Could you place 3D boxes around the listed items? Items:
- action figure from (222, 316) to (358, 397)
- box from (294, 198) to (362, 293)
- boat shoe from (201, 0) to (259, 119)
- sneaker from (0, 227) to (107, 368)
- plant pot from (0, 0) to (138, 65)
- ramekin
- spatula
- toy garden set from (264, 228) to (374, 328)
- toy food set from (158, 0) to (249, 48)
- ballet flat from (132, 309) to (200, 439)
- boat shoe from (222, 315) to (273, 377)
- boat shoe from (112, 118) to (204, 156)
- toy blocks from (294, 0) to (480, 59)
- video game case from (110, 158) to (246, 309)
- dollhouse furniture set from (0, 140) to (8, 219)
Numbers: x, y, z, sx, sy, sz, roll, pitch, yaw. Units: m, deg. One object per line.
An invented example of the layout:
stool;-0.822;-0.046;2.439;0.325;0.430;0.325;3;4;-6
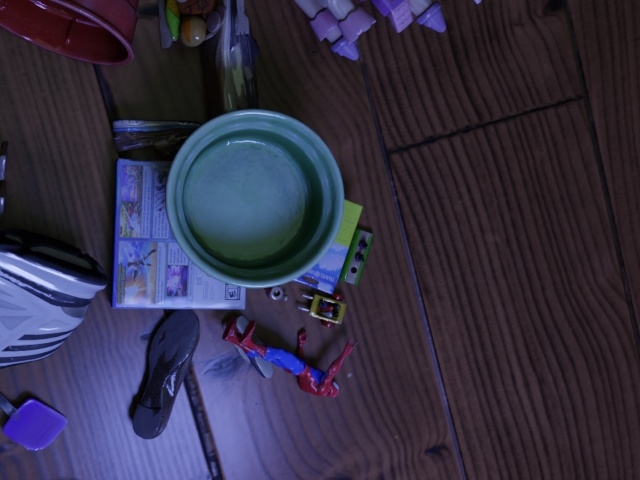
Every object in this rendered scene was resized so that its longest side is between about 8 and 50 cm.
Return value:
action figure;-0.041;0.201;1.731;0.280;0.091;0.139;42;69;-34
box;0.000;0.000;1.722;0.109;0.042;0.178;20;85;-16
boat shoe;-0.159;-0.343;1.673;0.092;0.103;0.285;-4;91;-31
sneaker;-0.598;0.080;1.471;0.448;0.169;0.257;26;102;-28
plant pot;-0.400;-0.470;1.511;0.273;0.272;0.265;20;80;-18
ramekin;-0.122;-0.070;1.594;0.304;0.148;0.303;0;89;-13
spatula;-0.584;0.267;1.605;0.296;0.030;0.084;42;83;-16
toy garden set;-0.030;0.046;1.760;0.244;0.049;0.203;19;87;-18
toy food set;-0.220;-0.410;1.610;0.038;0.192;0.132;-10;96;-61
ballet flat;-0.282;0.248;1.693;0.084;0.058;0.249;14;82;17
boat shoe;-0.137;0.206;1.740;0.043;0.049;0.137;-23;107;28
boat shoe;-0.284;-0.186;1.661;0.183;0.066;0.066;0;98;-8
toy blocks;0.134;-0.465;1.643;0.288;0.309;0.260;-43;98;-11
video game case;-0.257;-0.009;1.677;0.244;0.061;0.269;2;92;-19
dollhouse furniture set;-0.634;-0.174;1.531;0.212;0.161;0.242;4;114;-18
